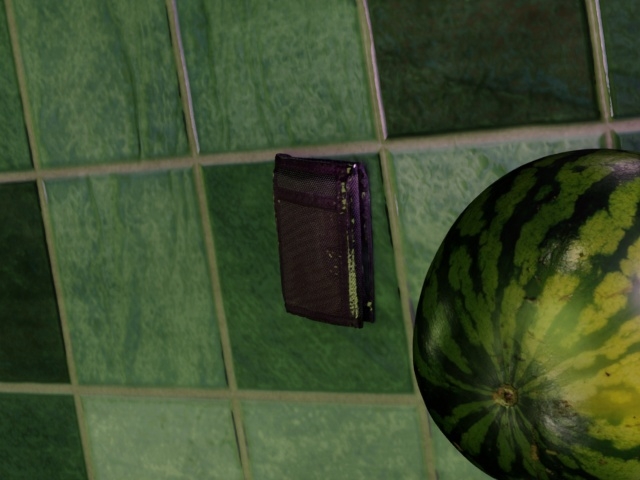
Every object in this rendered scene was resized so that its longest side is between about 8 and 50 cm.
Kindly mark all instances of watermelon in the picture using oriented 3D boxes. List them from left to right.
[{"bbox_3d":[0.221,0.069,1.483,0.285,0.285,0.285,12,109,38],"label":"watermelon"}]

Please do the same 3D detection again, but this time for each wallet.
[{"bbox_3d":[-0.001,0.000,1.821,0.111,0.030,0.165,7,106,39],"label":"wallet"}]
